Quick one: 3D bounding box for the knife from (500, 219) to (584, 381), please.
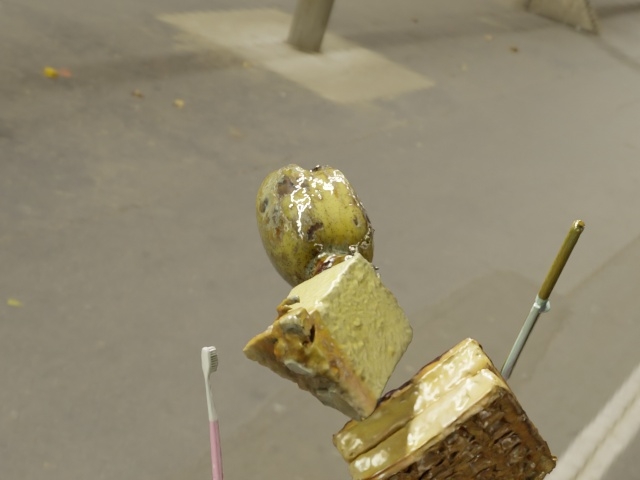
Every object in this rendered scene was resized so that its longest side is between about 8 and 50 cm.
[{"bbox_3d":[0.339,0.102,1.776,0.027,0.343,0.061,28,36,14],"label":"knife"}]

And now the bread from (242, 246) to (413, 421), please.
[{"bbox_3d":[0.014,0.107,1.230,0.152,0.127,0.147,47,50,-7],"label":"bread"}]

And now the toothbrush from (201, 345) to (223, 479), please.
[{"bbox_3d":[-0.170,0.311,1.869,0.020,0.286,0.025,5,12,43],"label":"toothbrush"}]

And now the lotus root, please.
[{"bbox_3d":[-0.001,0.002,1.517,0.154,0.154,0.278,7,31,-25],"label":"lotus root"}]

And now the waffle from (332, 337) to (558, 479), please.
[{"bbox_3d":[0.153,0.253,1.371,0.091,0.213,0.308,55,1,36],"label":"waffle"}]
